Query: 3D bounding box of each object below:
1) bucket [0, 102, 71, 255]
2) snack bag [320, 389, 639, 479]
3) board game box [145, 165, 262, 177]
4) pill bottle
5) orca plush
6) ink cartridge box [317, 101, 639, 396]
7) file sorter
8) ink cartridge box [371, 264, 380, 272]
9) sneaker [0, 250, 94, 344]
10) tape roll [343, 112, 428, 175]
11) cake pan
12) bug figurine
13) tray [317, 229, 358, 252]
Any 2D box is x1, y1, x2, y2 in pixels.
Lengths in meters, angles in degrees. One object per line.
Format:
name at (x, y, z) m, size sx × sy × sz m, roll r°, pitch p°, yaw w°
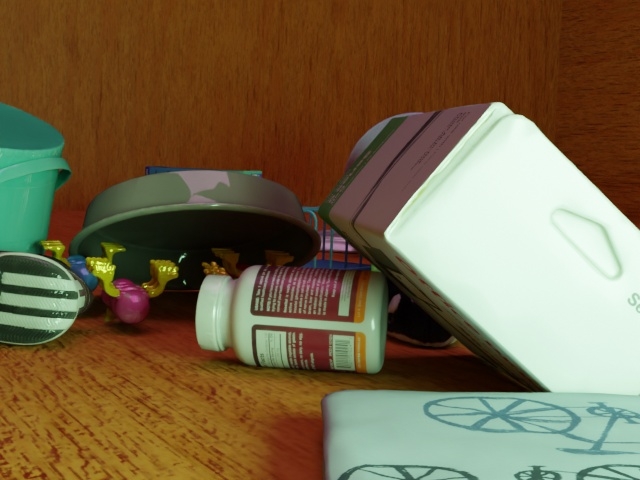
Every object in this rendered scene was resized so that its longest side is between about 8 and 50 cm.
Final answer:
bucket at (-0.421, -0.056, 1.092) m, size 0.281 × 0.183 × 0.281 m, roll 17°, pitch 15°, yaw -5°
snack bag at (0.159, 0.124, 0.469) m, size 0.323 × 0.037 × 0.342 m, roll 2°, pitch 4°, yaw 1°
board game box at (-0.189, -0.035, 1.560) m, size 0.210 × 0.160 × 0.047 m, roll 4°, pitch 5°, yaw 34°
pill bottle at (-0.022, 0.064, 0.823) m, size 0.152 × 0.086 × 0.086 m, roll 3°, pitch 4°, yaw 9°
orca plush at (0.119, 0.042, 1.079) m, size 0.151 × 0.102 × 0.287 m, roll 4°, pitch 4°, yaw 19°
ink cartridge box at (0.127, 0.009, 0.766) m, size 0.211 × 0.121 × 0.289 m, roll 42°, pitch -2°, yaw -9°
file sorter at (0.000, 0.000, 1.561) m, size 0.118 × 0.104 × 0.170 m, roll 6°, pitch 6°, yaw 38°
ink cartridge box at (0.234, 0.019, 1.350) m, size 0.273 × 0.115 × 0.198 m, roll 5°, pitch 5°, yaw 40°
sneaker at (-0.352, 0.045, 0.948) m, size 0.281 × 0.106 × 0.162 m, roll 12°, pitch -1°, yaw 4°
tape roll at (0.184, -0.101, 1.859) m, size 0.275 × 0.275 × 0.090 m, roll 3°, pitch 6°, yaw 15°
cake pan at (-0.146, -0.008, 1.165) m, size 0.293 × 0.054 × 0.293 m, roll -4°, pitch -20°, yaw -1°
bug figurine at (-0.157, 0.048, 1.060) m, size 0.279 × 0.072 × 0.216 m, roll 3°, pitch 7°, yaw -19°
tray at (0.030, 0.000, 2.072) m, size 0.145 × 0.030 × 0.270 m, roll 4°, pitch 5°, yaw 11°
